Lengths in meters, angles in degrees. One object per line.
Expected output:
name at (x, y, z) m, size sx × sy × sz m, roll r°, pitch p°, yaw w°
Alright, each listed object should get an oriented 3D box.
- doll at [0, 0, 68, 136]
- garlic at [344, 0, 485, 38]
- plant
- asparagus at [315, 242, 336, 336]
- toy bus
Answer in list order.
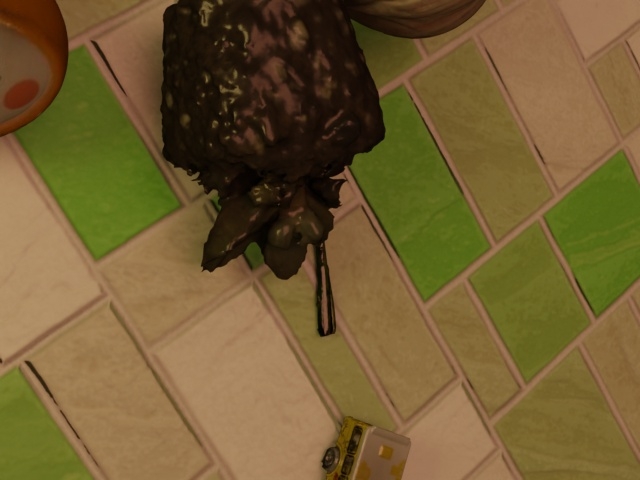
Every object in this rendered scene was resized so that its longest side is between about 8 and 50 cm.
doll at (-0.360, -0.171, 0.917) m, size 0.213 × 0.236 × 0.213 m, roll 30°, pitch 29°, yaw -19°
garlic at (0.082, -0.379, 1.114) m, size 0.317 × 0.259 × 0.318 m, roll 37°, pitch 40°, yaw -40°
plant at (-0.053, -0.113, 1.048) m, size 0.215 × 0.213 × 0.313 m, roll -6°, pitch 87°, yaw -31°
asparagus at (0.000, 0.000, 1.178) m, size 0.023 × 0.022 × 0.233 m, roll -4°, pitch 90°, yaw 15°
toy bus at (0.032, 0.325, 1.140) m, size 0.081 × 0.074 × 0.226 m, roll 26°, pitch 75°, yaw -24°
